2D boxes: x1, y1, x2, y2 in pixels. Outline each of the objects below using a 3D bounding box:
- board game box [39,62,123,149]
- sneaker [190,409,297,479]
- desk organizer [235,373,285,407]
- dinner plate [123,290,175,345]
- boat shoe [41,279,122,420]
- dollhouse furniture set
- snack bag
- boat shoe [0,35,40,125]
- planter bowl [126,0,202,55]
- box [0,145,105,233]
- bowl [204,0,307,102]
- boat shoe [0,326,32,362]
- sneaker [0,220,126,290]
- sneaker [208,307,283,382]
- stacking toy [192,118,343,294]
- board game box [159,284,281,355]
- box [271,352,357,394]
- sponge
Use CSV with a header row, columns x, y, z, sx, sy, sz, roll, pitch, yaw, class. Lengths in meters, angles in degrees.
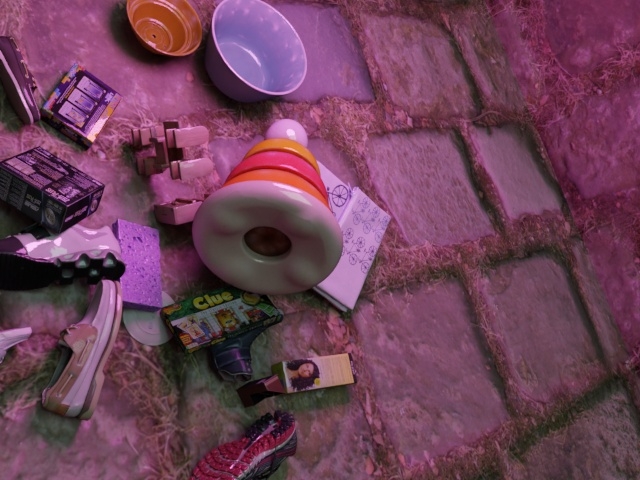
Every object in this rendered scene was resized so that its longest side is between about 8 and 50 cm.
x,y,z,sx,sy,sz,roll,pitch,yaw,class
-0.584,-0.328,1.692,0.141,0.048,0.170,37,52,-22,board game box
-0.165,0.521,1.606,0.299,0.120,0.112,-26,119,-34,sneaker
-0.145,0.365,1.674,0.047,0.130,0.050,-25,89,-42,desk organizer
-0.397,0.177,1.637,0.141,0.017,0.141,15,64,-32,dinner plate
-0.500,0.219,1.465,0.103,0.113,0.302,20,65,-27,boat shoe
-0.332,-0.177,1.722,0.161,0.212,0.242,-17,108,-39,dollhouse furniture set
0.035,-0.015,1.923,0.342,0.037,0.323,38,69,-35,snack bag
-0.697,-0.374,1.602,0.068,0.081,0.228,-25,85,-38,boat shoe
-0.438,-0.577,1.886,0.217,0.090,0.217,16,62,-31,planter bowl
-0.590,-0.112,1.503,0.180,0.078,0.147,30,27,2,box
-0.210,-0.522,1.992,0.311,0.163,0.312,15,63,-32,bowl
-0.665,0.222,1.380,0.184,0.066,0.063,-18,97,-44,boat shoe
-0.601,0.019,1.497,0.330,0.122,0.146,2,50,-33,sneaker
-0.173,0.261,1.717,0.226,0.086,0.163,-12,67,-31,sneaker
-0.107,-0.133,1.736,0.350,0.350,0.480,32,39,-23,stacking toy
-0.238,0.178,1.670,0.259,0.030,0.136,-18,51,-34,board game box
-0.013,0.353,1.830,0.232,0.058,0.087,-1,71,-39,box
-0.429,0.059,1.625,0.117,0.031,0.210,20,51,-46,sponge
